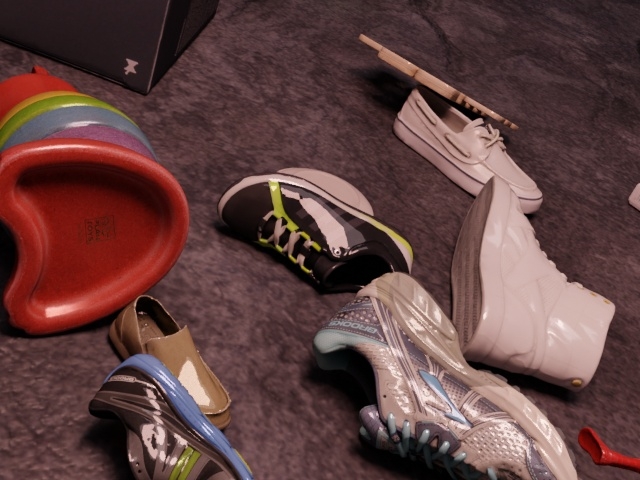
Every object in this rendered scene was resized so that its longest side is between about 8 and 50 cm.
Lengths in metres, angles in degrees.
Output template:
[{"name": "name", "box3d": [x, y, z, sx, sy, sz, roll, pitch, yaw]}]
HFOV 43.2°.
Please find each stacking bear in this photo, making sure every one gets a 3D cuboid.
[{"name": "stacking bear", "box3d": [-0.249, -0.072, 0.768, 0.164, 0.175, 0.289, -12, 35, -26]}]

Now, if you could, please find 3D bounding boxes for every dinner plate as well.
[{"name": "dinner plate", "box3d": [0.003, -0.057, 1.022, 0.141, 0.017, 0.141, 14, 33, -10]}]

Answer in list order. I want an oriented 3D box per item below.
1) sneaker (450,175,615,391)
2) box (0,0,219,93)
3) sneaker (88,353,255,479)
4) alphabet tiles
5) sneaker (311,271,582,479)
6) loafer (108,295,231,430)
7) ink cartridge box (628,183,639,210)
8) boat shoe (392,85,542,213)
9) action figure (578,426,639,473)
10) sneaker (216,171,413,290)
[{"name": "sneaker", "box3d": [0.246, 0.051, 0.937, 0.169, 0.108, 0.292, 21, 42, -5]}, {"name": "box", "box3d": [-0.310, -0.425, 1.193, 0.293, 0.212, 0.395, 20, 33, -4]}, {"name": "sneaker", "box3d": [-0.101, 0.170, 0.593, 0.078, 0.067, 0.188, -39, 71, -18]}, {"name": "alphabet tiles", "box3d": [0.196, -0.257, 1.344, 0.278, 0.021, 0.284, 36, 15, 18]}, {"name": "sneaker", "box3d": [0.100, 0.161, 0.705, 0.122, 0.110, 0.283, -29, 58, -24]}, {"name": "loafer", "box3d": [-0.127, 0.102, 0.677, 0.148, 0.050, 0.056, 40, 36, 26]}, {"name": "ink cartridge box", "box3d": [0.652, -0.037, 1.355, 0.208, 0.045, 0.206, -13, 46, -44]}, {"name": "boat shoe", "box3d": [0.228, -0.141, 1.212, 0.096, 0.088, 0.267, -15, 47, -44]}, {"name": "action figure", "box3d": [0.348, 0.220, 0.736, 0.280, 0.091, 0.139, 13, 8, -8]}, {"name": "sneaker", "box3d": [0.000, 0.000, 0.872, 0.234, 0.084, 0.097, 18, 34, -7]}]
